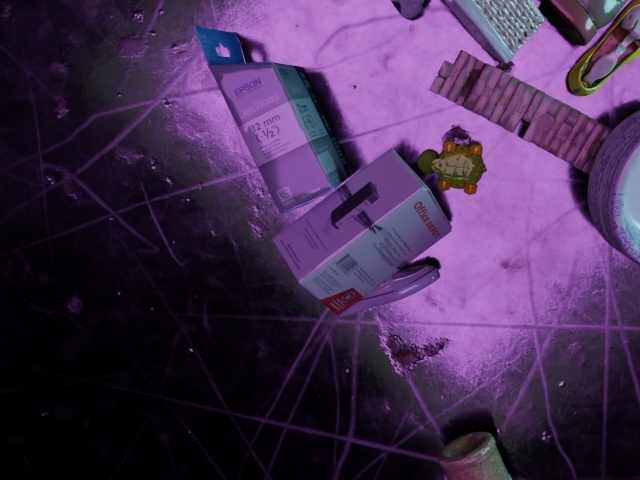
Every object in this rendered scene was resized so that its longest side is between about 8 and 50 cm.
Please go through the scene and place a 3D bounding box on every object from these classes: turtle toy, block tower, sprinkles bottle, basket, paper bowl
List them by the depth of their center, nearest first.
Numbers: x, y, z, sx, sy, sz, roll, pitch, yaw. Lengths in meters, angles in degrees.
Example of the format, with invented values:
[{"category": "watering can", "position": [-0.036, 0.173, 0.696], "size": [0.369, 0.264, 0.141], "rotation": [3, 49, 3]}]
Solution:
[{"category": "paper bowl", "position": [0.595, -0.099, 1.394], "size": [0.284, 0.148, 0.284], "rotation": [-3, 111, -9]}, {"category": "basket", "position": [0.293, -0.409, 1.406], "size": [0.103, 0.113, 0.167], "rotation": [-43, 119, 11]}, {"category": "block tower", "position": [0.364, -0.233, 1.464], "size": [0.335, 0.097, 0.091], "rotation": [28, 104, 3]}, {"category": "turtle toy", "position": [0.245, -0.140, 1.514], "size": [0.130, 0.066, 0.095], "rotation": [9, 102, 9]}, {"category": "sprinkles bottle", "position": [0.352, 0.558, 1.595], "size": [0.121, 0.121, 0.355], "rotation": [-24, 95, 13]}]

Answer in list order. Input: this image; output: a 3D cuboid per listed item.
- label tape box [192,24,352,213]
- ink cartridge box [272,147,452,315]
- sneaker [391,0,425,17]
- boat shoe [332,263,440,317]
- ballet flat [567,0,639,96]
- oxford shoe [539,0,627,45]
[{"category": "label tape box", "position": [-0.074, -0.238, 1.456], "size": [0.115, 0.249, 0.348], "rotation": [-23, 96, 13]}, {"category": "ink cartridge box", "position": [0.081, -0.011, 1.470], "size": [0.273, 0.197, 0.114], "rotation": [-36, 59, 5]}, {"category": "sneaker", "position": [0.202, -0.519, 1.441], "size": [0.094, 0.153, 0.235], "rotation": [38, 145, 41]}, {"category": "boat shoe", "position": [0.114, 0.081, 1.568], "size": [0.226, 0.083, 0.076], "rotation": [-22, 97, 14]}, {"category": "ballet flat", "position": [0.529, -0.344, 1.423], "size": [0.077, 0.077, 0.231], "rotation": [43, 104, 1]}, {"category": "oxford shoe", "position": [0.390, -0.508, 1.405], "size": [0.130, 0.123, 0.348], "rotation": [-40, 101, 7]}]
